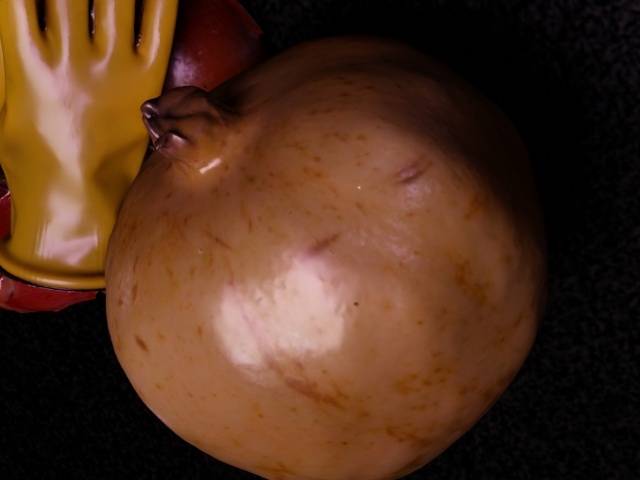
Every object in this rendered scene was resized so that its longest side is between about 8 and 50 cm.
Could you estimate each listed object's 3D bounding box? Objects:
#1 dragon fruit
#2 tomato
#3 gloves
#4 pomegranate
[{"bbox_3d":[-0.252,0.005,1.587,0.166,0.133,0.136,23,123,18],"label":"dragon fruit"},{"bbox_3d":[-0.154,-0.126,1.447,0.225,0.085,0.225,9,122,15],"label":"tomato"},{"bbox_3d":[-0.181,-0.117,1.368,0.133,0.116,0.294,0,111,-14],"label":"gloves"},{"bbox_3d":[0.000,0.000,1.290,0.342,0.342,0.342,16,128,22],"label":"pomegranate"}]
